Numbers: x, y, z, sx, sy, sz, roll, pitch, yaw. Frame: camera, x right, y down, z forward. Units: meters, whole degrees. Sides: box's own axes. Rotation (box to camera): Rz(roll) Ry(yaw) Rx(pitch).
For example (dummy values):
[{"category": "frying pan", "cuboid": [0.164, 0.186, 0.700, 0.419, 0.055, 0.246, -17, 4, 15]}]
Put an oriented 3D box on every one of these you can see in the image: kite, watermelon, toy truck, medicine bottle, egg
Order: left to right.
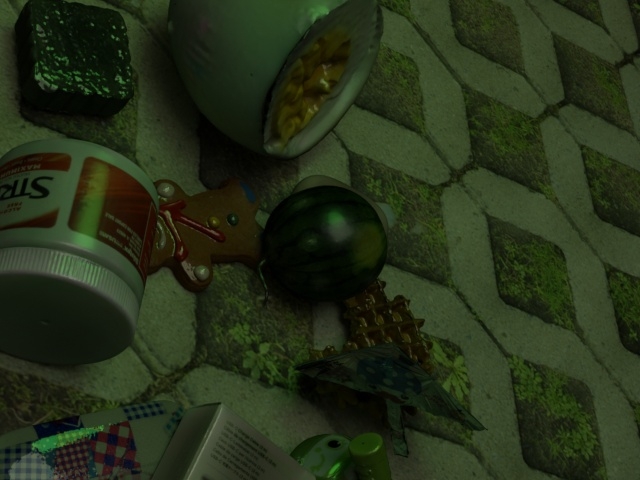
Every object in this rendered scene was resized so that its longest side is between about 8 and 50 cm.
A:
[{"category": "medicine bottle", "cuboid": [-0.369, 0.016, 1.646, 0.252, 0.252, 0.241, 22, 51, -24]}, {"category": "egg", "cuboid": [-0.114, -0.365, 2.046, 0.340, 0.355, 0.354, 36, 42, 20]}, {"category": "watermelon", "cuboid": [0.007, -0.003, 1.949, 0.232, 0.127, 0.204, -5, 72, -13]}, {"category": "toy truck", "cuboid": [0.052, 0.386, 1.765, 0.148, 0.210, 0.187, -40, 107, -45]}, {"category": "kite", "cuboid": [0.113, 0.248, 1.853, 0.335, 0.011, 0.314, 17, 26, -6]}]

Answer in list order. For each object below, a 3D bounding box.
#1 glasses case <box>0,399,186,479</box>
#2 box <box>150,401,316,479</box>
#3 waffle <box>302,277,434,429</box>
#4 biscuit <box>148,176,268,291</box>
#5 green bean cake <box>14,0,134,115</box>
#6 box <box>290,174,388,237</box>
[{"category": "glasses case", "cuboid": [-0.315, 0.305, 1.619, 0.327, 0.076, 0.125, -6, 68, -40]}, {"category": "box", "cuboid": [-0.143, 0.389, 1.619, 0.203, 0.106, 0.252, 41, 56, -24]}, {"category": "waffle", "cuboid": [0.086, 0.187, 2.006, 0.259, 0.069, 0.293, 32, 44, -18]}, {"category": "biscuit", "cuboid": [-0.217, -0.014, 1.928, 0.324, 0.049, 0.205, -6, 67, -37]}, {"category": "green bean cake", "cuboid": [-0.415, -0.304, 1.935, 0.183, 0.094, 0.185, 5, 60, -35]}, {"category": "box", "cuboid": [0.032, -0.035, 2.092, 0.200, 0.088, 0.146, 28, 49, -17]}]
